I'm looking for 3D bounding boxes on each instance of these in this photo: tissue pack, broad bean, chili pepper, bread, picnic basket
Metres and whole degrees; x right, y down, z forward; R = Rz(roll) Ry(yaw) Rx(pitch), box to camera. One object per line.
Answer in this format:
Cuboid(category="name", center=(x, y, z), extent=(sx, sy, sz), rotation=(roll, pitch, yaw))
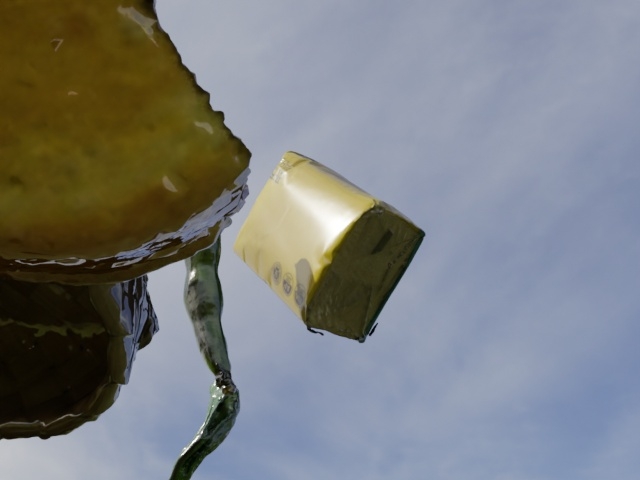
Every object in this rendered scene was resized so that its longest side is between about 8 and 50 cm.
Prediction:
Cuboid(category="tissue pack", center=(0.000, 0.000, 1.094), extent=(0.134, 0.271, 0.192), rotation=(24, -82, -34))
Cuboid(category="broad bean", center=(-0.144, 0.057, 0.950), extent=(0.060, 0.297, 0.043), rotation=(-26, -33, 27))
Cuboid(category="chili pepper", center=(-0.159, 0.272, 1.098), extent=(0.073, 0.182, 0.050), rotation=(-21, -63, 39))
Cuboid(category="bread", center=(-0.194, -0.096, 0.379), extent=(0.340, 0.179, 0.194), rotation=(57, -20, -14))
Cuboid(category="picnic basket", center=(-0.315, 0.072, 0.576), extent=(0.337, 0.337, 0.293), rotation=(-2, -57, 5))
